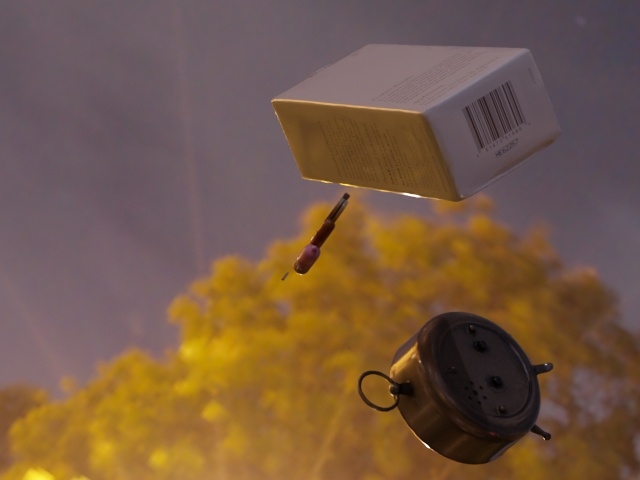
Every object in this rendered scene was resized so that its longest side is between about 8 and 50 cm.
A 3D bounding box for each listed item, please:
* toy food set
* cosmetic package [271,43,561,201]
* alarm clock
[{"bbox_3d":[0.000,0.000,2.111,0.019,0.122,0.078,36,-1,0],"label":"toy food set"},{"bbox_3d":[0.073,-0.100,1.551,0.231,0.117,0.085,11,-53,59],"label":"cosmetic package"},{"bbox_3d":[0.113,0.125,1.633,0.064,0.192,0.129,-50,-128,46],"label":"alarm clock"}]
